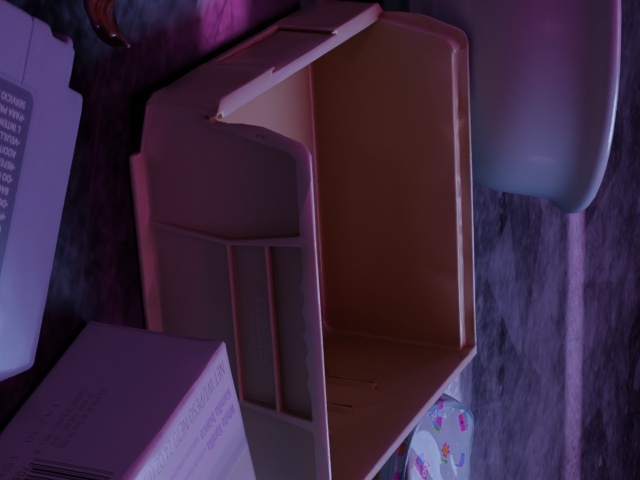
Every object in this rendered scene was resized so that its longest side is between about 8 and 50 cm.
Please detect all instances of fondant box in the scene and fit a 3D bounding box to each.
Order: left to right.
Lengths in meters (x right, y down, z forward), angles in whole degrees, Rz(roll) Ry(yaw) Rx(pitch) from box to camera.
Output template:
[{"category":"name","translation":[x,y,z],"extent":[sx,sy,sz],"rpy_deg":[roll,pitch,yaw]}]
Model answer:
[{"category":"fondant box","translation":[-0.112,0.247,1.015],"extent":[0.238,0.096,0.330],"rpy_deg":[-56,146,-47]}]

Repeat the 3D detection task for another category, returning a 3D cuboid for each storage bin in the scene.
[{"category":"storage bin","translation":[0.000,0.000,1.171],"extent":[0.262,0.123,0.260],"rpy_deg":[-40,132,-57]}]

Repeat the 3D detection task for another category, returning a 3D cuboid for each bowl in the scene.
[{"category":"bowl","translation":[0.120,-0.164,1.326],"extent":[0.298,0.134,0.298],"rpy_deg":[178,-90,-84]}]

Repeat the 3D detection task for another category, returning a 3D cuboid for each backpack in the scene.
[{"category":"backpack","translation":[0.048,0.194,1.342],"extent":[0.152,0.115,0.182],"rpy_deg":[10,84,-64]}]

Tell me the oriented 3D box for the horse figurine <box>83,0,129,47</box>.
[{"category":"horse figurine","translation":[-0.126,-0.228,0.861],"extent":[0.174,0.066,0.263],"rpy_deg":[-44,134,-33]}]

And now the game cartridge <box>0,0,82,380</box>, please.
[{"category":"game cartridge","translation":[-0.207,-0.032,0.780],"extent":[0.297,0.062,0.198],"rpy_deg":[26,76,-65]}]
